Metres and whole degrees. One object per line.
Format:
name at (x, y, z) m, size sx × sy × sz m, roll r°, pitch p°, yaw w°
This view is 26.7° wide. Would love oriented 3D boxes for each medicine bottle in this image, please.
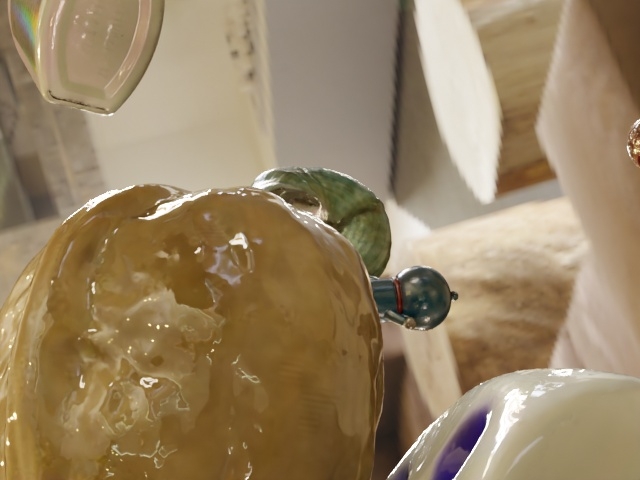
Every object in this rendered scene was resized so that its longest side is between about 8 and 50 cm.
medicine bottle at (-0.168, -0.167, 0.925) m, size 0.219 × 0.078 × 0.115 m, roll -133°, pitch 57°, yaw -62°

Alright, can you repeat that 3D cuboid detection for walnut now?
walnut at (-0.118, 0.134, 1.124) m, size 0.381 × 0.381 × 0.381 m, roll 164°, pitch 90°, yaw -82°

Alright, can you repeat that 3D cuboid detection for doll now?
doll at (0.109, 0.078, 1.778) m, size 0.114 × 0.152 × 0.085 m, roll -108°, pitch 17°, yaw -47°

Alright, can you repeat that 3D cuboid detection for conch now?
conch at (0.000, 0.000, 2.034) m, size 0.195 × 0.220 × 0.277 m, roll 46°, pitch 163°, yaw 41°

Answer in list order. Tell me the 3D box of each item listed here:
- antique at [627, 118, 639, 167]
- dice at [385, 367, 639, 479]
antique at (0.517, -0.148, 2.053) m, size 0.104 × 0.104 × 0.104 m, roll 164°, pitch 90°, yaw -82°
dice at (0.149, 0.279, 0.895) m, size 0.304 × 0.277 × 0.304 m, roll -62°, pitch 7°, yaw -33°
